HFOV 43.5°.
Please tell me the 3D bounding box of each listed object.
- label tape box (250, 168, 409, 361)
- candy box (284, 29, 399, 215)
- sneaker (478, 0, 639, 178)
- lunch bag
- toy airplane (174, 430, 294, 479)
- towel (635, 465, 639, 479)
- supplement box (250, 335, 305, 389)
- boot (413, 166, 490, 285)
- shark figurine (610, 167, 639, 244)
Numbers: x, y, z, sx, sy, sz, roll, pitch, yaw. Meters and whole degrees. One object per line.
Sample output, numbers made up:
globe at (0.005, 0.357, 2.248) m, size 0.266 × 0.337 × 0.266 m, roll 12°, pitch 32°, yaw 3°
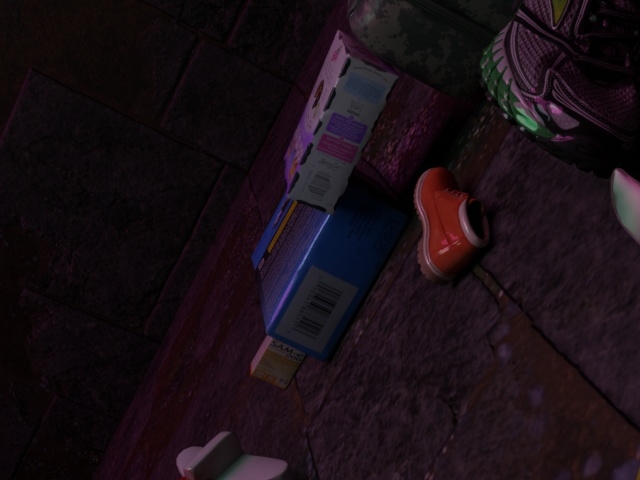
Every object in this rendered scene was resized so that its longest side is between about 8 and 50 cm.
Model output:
label tape box at (0.000, 0.000, 1.230) m, size 0.241 × 0.106 × 0.334 m, roll -60°, pitch 15°, yaw 11°
candy box at (0.020, -0.157, 1.041) m, size 0.165 × 0.070 × 0.196 m, roll -97°, pitch 29°, yaw -65°
sneaker at (0.232, -0.196, 0.692) m, size 0.146 × 0.134 × 0.343 m, roll -46°, pitch 22°, yaw 48°
lunch bag at (0.180, -0.365, 0.999) m, size 0.256 × 0.212 × 0.305 m, roll -53°, pitch 19°, yaw 39°
toy airplane at (-0.192, 0.387, 0.917) m, size 0.386 × 0.384 × 0.272 m, roll -179°, pitch 82°, yaw -84°
towel at (0.196, 0.182, 0.417) m, size 0.102 × 0.021 × 0.237 m, roll -15°, pitch 50°, yaw 64°
supplement box at (-0.059, 0.173, 1.237) m, size 0.098 × 0.062 × 0.036 m, roll -61°, pitch 14°, yaw 16°
boot at (0.149, -0.034, 0.878) m, size 0.084 × 0.059 × 0.158 m, roll -47°, pitch 30°, yaw 41°
shark figurine at (0.264, -0.034, 0.381) m, size 0.278 × 0.116 × 0.166 m, roll -61°, pitch 42°, yaw 32°
